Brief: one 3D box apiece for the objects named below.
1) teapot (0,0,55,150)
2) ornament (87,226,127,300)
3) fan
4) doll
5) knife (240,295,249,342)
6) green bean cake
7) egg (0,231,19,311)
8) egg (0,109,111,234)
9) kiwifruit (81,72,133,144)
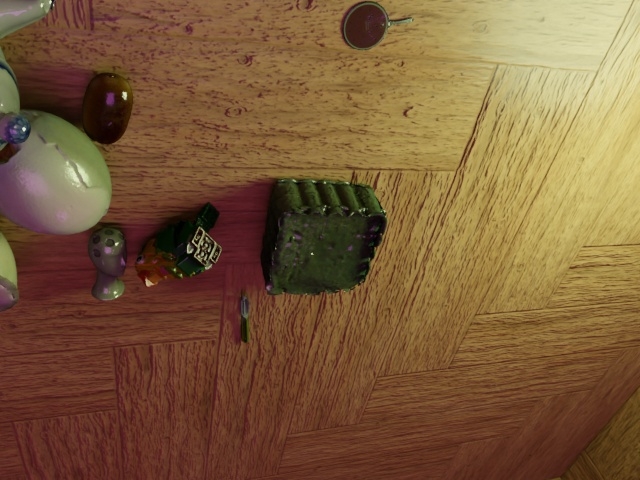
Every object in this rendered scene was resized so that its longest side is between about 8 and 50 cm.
[{"bbox_3d":[-0.509,-0.189,0.729,0.279,0.424,0.252,23,160,3],"label":"teapot"},{"bbox_3d":[-0.421,0.044,1.111,0.081,0.075,0.156,26,127,12],"label":"ornament"},{"bbox_3d":[0.103,-0.380,0.981,0.133,0.005,0.085,-11,132,-10],"label":"fan"},{"bbox_3d":[-0.287,0.019,1.113,0.186,0.134,0.106,-27,135,14],"label":"doll"},{"bbox_3d":[-0.185,0.191,1.365,0.022,0.026,0.184,20,134,15],"label":"knife"},{"bbox_3d":[0.000,0.000,1.192,0.240,0.132,0.255,-3,132,-17],"label":"green bean cake"},{"bbox_3d":[-0.655,0.025,0.957,0.264,0.174,0.286,11,149,-27],"label":"egg"},{"bbox_3d":[-0.436,-0.098,0.909,0.183,0.183,0.217,-32,140,9],"label":"egg"},{"bbox_3d":[-0.349,-0.217,0.913,0.075,0.075,0.125,6,131,-25],"label":"kiwifruit"}]
